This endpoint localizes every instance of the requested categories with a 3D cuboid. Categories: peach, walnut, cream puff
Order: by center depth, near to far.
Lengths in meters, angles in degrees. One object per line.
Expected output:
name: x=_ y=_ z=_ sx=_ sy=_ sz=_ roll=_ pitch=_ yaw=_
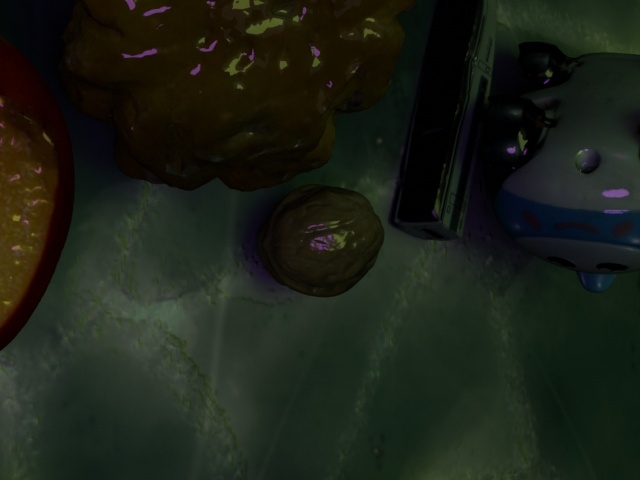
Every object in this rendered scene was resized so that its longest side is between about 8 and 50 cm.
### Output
peach: x=-0.215 y=-0.017 z=0.663 sx=0.190 sy=0.192 sz=0.190 roll=10 pitch=73 yaw=-33
cream puff: x=-0.057 y=-0.152 z=0.808 sx=0.244 sy=0.244 sz=0.196 roll=8 pitch=47 yaw=-42
walnut: x=0.000 y=0.000 z=0.929 sx=0.092 sy=0.092 sz=0.092 roll=2 pitch=86 yaw=-42

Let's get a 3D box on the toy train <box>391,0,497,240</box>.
toy train: x=0.114 y=-0.125 z=1.061 sx=0.048 sy=0.055 sz=0.252 roll=25 pitch=72 yaw=-39

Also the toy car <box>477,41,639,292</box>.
toy car: x=0.238 y=-0.055 z=1.079 sx=0.255 sy=0.188 sz=0.190 roll=-58 pitch=148 yaw=-56
